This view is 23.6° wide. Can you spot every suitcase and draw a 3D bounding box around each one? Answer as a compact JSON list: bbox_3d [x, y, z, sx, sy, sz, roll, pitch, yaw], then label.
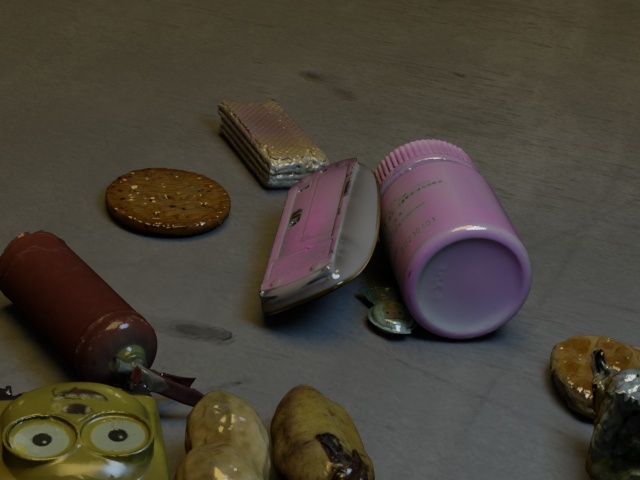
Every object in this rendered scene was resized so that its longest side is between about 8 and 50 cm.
[{"bbox_3d":[-0.257,0.240,1.602,0.194,0.143,0.235,0,30,-14],"label":"suitcase"}]

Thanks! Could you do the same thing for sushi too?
[{"bbox_3d":[0.407,0.228,1.744,0.274,0.184,0.139,20,30,24],"label":"sushi"}]

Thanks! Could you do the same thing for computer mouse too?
[{"bbox_3d":[0.000,0.000,2.103,0.158,0.072,0.310,-23,28,23],"label":"computer mouse"}]

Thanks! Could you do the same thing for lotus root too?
[{"bbox_3d":[0.000,0.243,1.715,0.110,0.097,0.258,34,12,-17],"label":"lotus root"}]

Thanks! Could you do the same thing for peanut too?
[{"bbox_3d":[-0.102,0.255,1.647,0.101,0.117,0.263,-8,26,6],"label":"peanut"}]

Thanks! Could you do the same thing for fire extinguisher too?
[{"bbox_3d":[-0.267,0.110,1.895,0.147,0.106,0.337,15,18,-46],"label":"fire extinguisher"}]

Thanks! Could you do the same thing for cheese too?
[{"bbox_3d":[0.093,0.095,2.071,0.067,0.026,0.120,0,29,-15],"label":"cheese"}]

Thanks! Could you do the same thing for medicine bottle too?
[{"bbox_3d":[0.173,-0.008,2.123,0.178,0.178,0.290,1,27,-12],"label":"medicine bottle"}]

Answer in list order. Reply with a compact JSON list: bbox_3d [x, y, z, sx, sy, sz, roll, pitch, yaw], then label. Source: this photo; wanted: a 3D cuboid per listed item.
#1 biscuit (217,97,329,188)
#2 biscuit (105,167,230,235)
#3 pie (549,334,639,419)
[{"bbox_3d":[-0.078,-0.157,2.455,0.108,0.061,0.239,-5,32,-25],"label":"biscuit"},{"bbox_3d":[-0.226,-0.056,2.267,0.188,0.027,0.188,6,30,-3],"label":"biscuit"},{"bbox_3d":[0.387,0.182,1.968,0.195,0.046,0.195,6,27,-3],"label":"pie"}]
